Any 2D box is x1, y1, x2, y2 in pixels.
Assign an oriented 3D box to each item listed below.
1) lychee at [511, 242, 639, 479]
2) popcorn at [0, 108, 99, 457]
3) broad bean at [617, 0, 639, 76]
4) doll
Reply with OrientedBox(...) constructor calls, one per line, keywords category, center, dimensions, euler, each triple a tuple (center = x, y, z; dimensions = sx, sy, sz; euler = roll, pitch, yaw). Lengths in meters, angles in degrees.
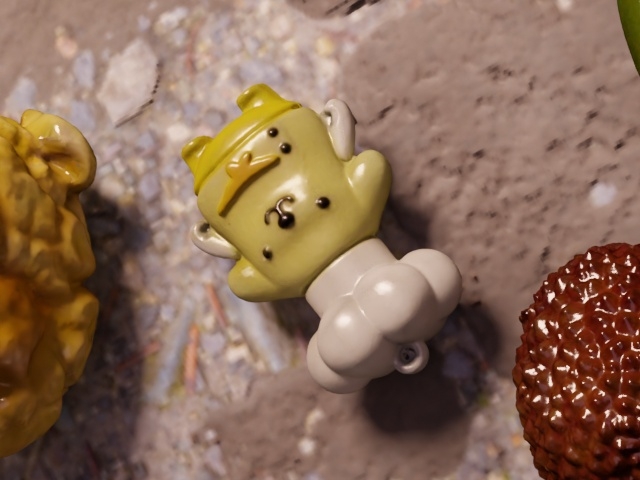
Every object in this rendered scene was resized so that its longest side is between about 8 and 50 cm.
OrientedBox(category="lychee", center=(0.143, 0.064, 0.739), dimensions=(0.123, 0.123, 0.129), euler=(-36, 47, 12))
OrientedBox(category="popcorn", center=(-0.191, 0.011, 0.840), dimensions=(0.140, 0.163, 0.194), euler=(-7, 115, 35))
OrientedBox(category="broad bean", center=(0.164, -0.137, 0.781), dimensions=(0.070, 0.048, 0.213), euler=(-23, 80, 15))
OrientedBox(category="doll", center=(0.000, 0.000, 0.815), dimensions=(0.106, 0.062, 0.162), euler=(-43, 76, 15))
